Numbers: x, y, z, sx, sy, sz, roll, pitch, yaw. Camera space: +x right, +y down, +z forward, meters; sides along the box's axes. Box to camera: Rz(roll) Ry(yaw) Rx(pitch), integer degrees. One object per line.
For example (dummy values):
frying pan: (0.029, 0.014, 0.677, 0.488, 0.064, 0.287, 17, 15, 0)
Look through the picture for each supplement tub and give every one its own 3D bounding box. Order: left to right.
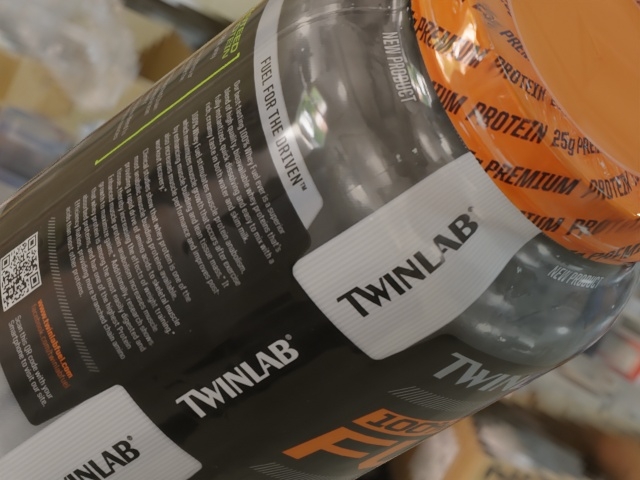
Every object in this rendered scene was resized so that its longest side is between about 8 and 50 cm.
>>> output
supplement tub: (0.000, 0.000, 0.511, 0.117, 0.190, 0.117, 29, 44, -33)
